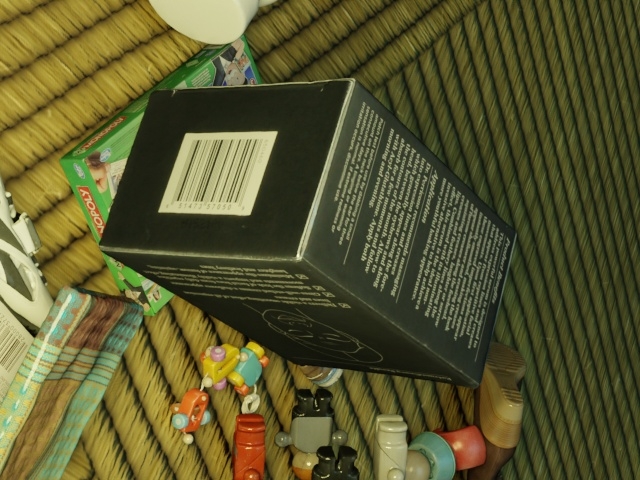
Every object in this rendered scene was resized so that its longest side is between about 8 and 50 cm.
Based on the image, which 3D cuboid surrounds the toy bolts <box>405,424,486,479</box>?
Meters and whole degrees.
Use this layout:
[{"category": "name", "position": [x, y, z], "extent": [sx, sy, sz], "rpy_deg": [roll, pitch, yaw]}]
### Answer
[{"category": "toy bolts", "position": [0.206, 0.401, 1.910], "extent": [0.158, 0.218, 0.229], "rpy_deg": [-14, 84, -45]}]

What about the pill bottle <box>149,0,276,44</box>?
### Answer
[{"category": "pill bottle", "position": [-0.085, -0.394, 1.502], "extent": [0.176, 0.176, 0.319], "rpy_deg": [52, 53, -40]}]

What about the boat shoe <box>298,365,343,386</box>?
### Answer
[{"category": "boat shoe", "position": [0.019, 0.109, 1.744], "extent": [0.066, 0.066, 0.183], "rpy_deg": [36, 64, -46]}]

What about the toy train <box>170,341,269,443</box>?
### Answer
[{"category": "toy train", "position": [-0.132, 0.183, 1.574], "extent": [0.166, 0.046, 0.125], "rpy_deg": [-5, 115, -59]}]

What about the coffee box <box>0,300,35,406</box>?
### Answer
[{"category": "coffee box", "position": [-0.402, 0.182, 1.120], "extent": [0.119, 0.168, 0.297], "rpy_deg": [57, 50, -37]}]

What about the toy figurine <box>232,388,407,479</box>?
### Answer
[{"category": "toy figurine", "position": [0.000, 0.300, 1.614], "extent": [0.209, 0.213, 0.148], "rpy_deg": [-17, 115, -54]}]

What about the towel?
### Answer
[{"category": "towel", "position": [-0.282, 0.219, 1.185], "extent": [0.370, 0.040, 0.271], "rpy_deg": [-63, 175, -3]}]

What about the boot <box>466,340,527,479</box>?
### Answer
[{"category": "boot", "position": [0.274, 0.299, 2.069], "extent": [0.248, 0.090, 0.207], "rpy_deg": [-83, -171, -66]}]

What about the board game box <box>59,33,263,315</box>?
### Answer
[{"category": "board game box", "position": [-0.160, -0.087, 1.522], "extent": [0.317, 0.046, 0.214], "rpy_deg": [-46, 127, -41]}]

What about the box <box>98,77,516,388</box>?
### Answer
[{"category": "box", "position": [0.000, 0.000, 1.457], "extent": [0.395, 0.293, 0.212], "rpy_deg": [37, 63, -47]}]

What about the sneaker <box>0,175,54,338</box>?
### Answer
[{"category": "sneaker", "position": [-0.331, -0.001, 1.241], "extent": [0.330, 0.122, 0.146], "rpy_deg": [47, 58, -43]}]
